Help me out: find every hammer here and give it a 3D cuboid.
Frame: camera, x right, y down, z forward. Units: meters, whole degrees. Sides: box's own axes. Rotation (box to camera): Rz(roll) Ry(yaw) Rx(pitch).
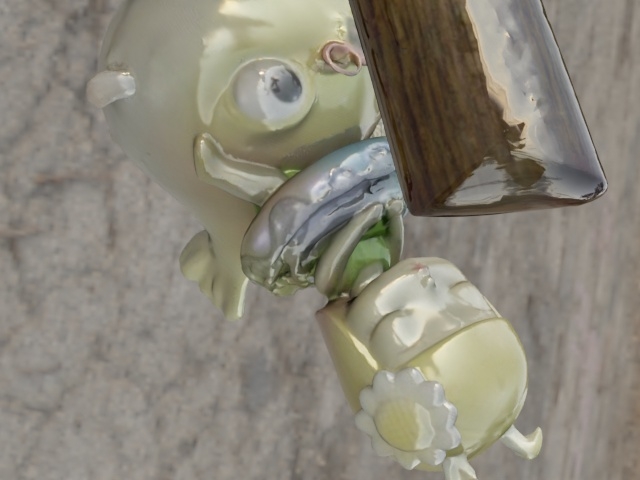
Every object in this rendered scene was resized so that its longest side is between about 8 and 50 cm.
[{"bbox_3d":[0.008,-0.191,0.531,0.095,0.242,0.408,26,45,-70],"label":"hammer"}]

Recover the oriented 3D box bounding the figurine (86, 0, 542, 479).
[{"bbox_3d":[0.000,0.000,0.938,0.227,0.394,0.274,-22,159,-38],"label":"figurine"}]
